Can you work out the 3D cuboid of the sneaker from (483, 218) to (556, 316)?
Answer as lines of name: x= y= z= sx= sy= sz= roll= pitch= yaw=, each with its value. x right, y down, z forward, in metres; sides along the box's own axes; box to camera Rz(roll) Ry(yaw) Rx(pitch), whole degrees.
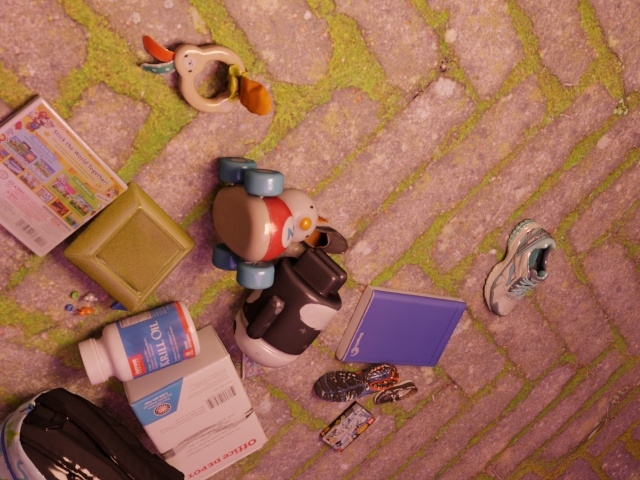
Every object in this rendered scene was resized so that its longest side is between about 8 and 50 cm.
sneaker: x=0.531 y=0.091 z=1.826 sx=0.110 sy=0.122 sz=0.283 roll=2 pitch=117 yaw=-29

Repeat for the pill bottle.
pill bottle: x=-0.367 y=0.213 z=1.398 sx=0.221 sy=0.124 sz=0.124 roll=-20 pitch=126 yaw=-18

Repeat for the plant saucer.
plant saucer: x=-0.348 y=0.020 z=1.300 sx=0.188 sy=0.045 sz=0.188 roll=-50 pitch=123 yaw=-14

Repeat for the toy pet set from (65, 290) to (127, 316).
toy pet set: x=-0.420 y=0.111 z=1.345 sx=0.114 sy=0.065 sz=0.122 roll=15 pitch=110 yaw=-35

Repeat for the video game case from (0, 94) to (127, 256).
video game case: x=-0.490 y=-0.106 z=1.202 sx=0.206 sy=0.026 sz=0.227 roll=-39 pitch=128 yaw=-3

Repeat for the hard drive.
hard drive: x=0.214 y=0.229 z=1.784 sx=0.319 sy=0.040 sz=0.210 roll=10 pitch=113 yaw=-33

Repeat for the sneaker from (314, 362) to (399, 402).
sneaker: x=0.092 y=0.377 z=1.780 sx=0.221 sy=0.083 sz=0.087 roll=-6 pitch=157 yaw=-11

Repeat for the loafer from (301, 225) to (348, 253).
loafer: x=0.000 y=0.000 z=1.514 sx=0.170 sy=0.061 sz=0.062 roll=19 pitch=106 yaw=-37

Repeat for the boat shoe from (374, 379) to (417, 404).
boat shoe: x=0.210 y=0.426 z=1.902 sx=0.125 sy=0.038 sz=0.046 roll=-16 pitch=124 yaw=-20

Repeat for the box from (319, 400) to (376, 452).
box: x=0.076 y=0.511 z=1.885 sx=0.137 sy=0.027 sz=0.094 roll=-43 pitch=128 yaw=0

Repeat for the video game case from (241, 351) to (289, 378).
video game case: x=-0.130 y=0.281 z=1.643 sx=0.122 sy=0.011 sz=0.087 roll=-10 pitch=122 yaw=-24

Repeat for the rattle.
rattle: x=-0.204 y=-0.277 z=1.191 sx=0.130 sy=0.142 sz=0.200 roll=-42 pitch=138 yaw=23

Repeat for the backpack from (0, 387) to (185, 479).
backpack: x=-0.489 y=0.467 z=1.366 sx=0.273 sy=0.290 sz=0.355 roll=-23 pitch=110 yaw=24

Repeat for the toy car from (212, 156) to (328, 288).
toy car: x=-0.073 y=-0.042 z=1.362 sx=0.238 sy=0.210 sz=0.219 roll=-4 pitch=109 yaw=-33

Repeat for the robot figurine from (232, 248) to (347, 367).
robot figurine: x=-0.069 y=0.146 z=1.489 sx=0.209 sy=0.173 sz=0.278 roll=29 pitch=108 yaw=-35

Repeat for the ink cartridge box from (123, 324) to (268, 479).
ink cartridge box: x=-0.278 y=0.375 z=1.541 sx=0.223 sy=0.129 sz=0.307 roll=-26 pitch=127 yaw=-13
